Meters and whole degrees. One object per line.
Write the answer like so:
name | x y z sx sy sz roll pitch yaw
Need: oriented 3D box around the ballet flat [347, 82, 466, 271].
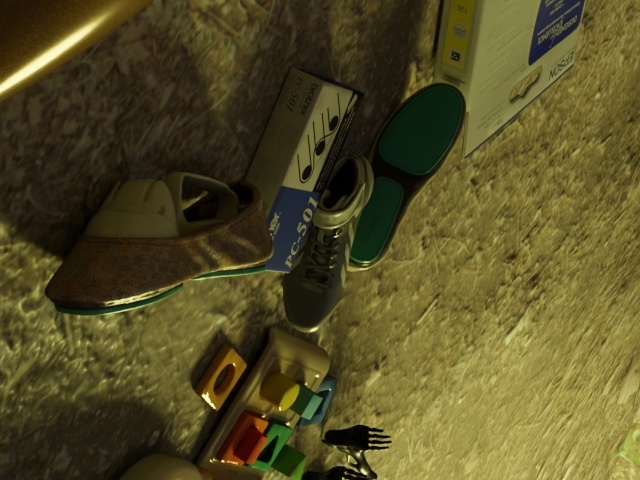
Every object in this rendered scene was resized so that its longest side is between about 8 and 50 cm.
ballet flat | 0.085 -0.072 1.839 0.248 0.086 0.086 -56 154 -11

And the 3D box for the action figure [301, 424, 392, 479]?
action figure | 0.051 0.378 2.126 0.276 0.141 0.164 85 28 -46

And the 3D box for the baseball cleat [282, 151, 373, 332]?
baseball cleat | 0.000 0.000 1.729 0.109 0.072 0.206 17 88 -79

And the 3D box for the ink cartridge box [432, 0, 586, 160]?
ink cartridge box | 0.243 -0.295 1.929 0.303 0.072 0.307 -39 148 -44

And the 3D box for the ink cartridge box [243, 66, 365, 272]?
ink cartridge box | -0.031 -0.070 1.637 0.097 0.046 0.207 6 109 -63

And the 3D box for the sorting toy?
sorting toy | -0.056 0.208 1.857 0.196 0.047 0.347 -62 155 -2

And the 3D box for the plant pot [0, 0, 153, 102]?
plant pot | -0.195 -0.207 1.015 0.254 0.237 0.237 -49 156 5

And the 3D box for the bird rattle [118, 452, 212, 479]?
bird rattle | -0.196 0.322 1.667 0.253 0.143 0.207 20 85 -52

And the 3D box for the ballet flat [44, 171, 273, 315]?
ballet flat | -0.146 -0.007 1.440 0.316 0.107 0.106 -17 109 -64
